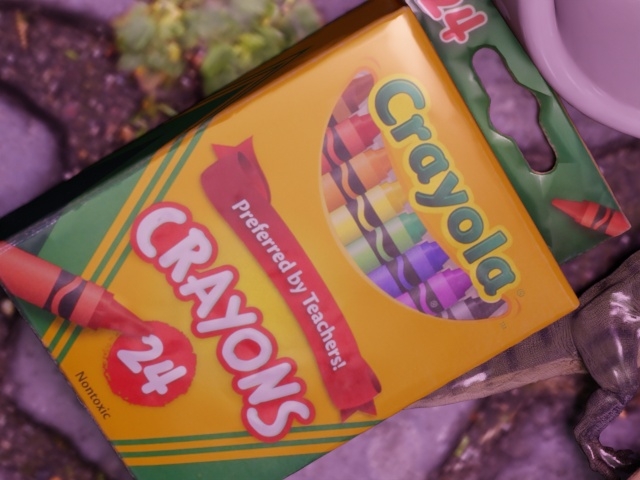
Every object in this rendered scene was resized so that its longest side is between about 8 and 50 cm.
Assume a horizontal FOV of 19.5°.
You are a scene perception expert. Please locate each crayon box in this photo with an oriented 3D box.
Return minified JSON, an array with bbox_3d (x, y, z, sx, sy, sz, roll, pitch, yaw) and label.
[{"bbox_3d":[0.000,0.000,1.043,0.318,0.081,0.202,-31,105,4],"label":"crayon box"}]

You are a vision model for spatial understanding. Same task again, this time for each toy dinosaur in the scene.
[{"bbox_3d":[0.179,0.070,1.092,0.268,0.064,0.118,-30,102,9],"label":"toy dinosaur"}]

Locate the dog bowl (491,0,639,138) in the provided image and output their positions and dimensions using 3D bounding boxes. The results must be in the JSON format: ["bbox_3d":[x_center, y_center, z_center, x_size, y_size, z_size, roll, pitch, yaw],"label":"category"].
[{"bbox_3d":[0.236,-0.177,0.913,0.349,0.102,0.349,-7,143,-6],"label":"dog bowl"}]

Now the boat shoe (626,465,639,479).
[{"bbox_3d":[0.216,0.163,1.054,0.123,0.123,0.342,16,123,-18],"label":"boat shoe"}]
